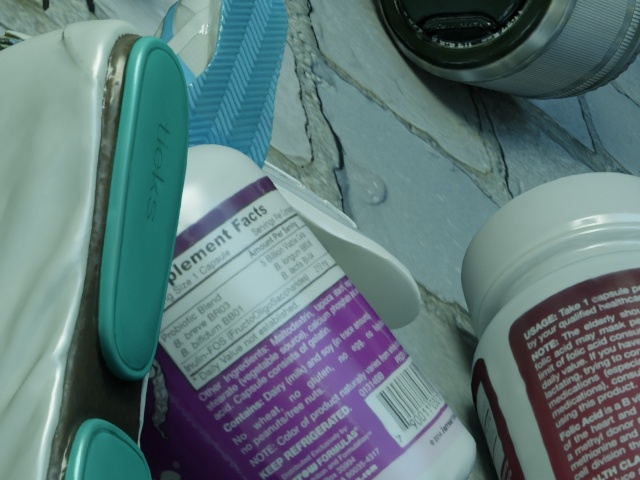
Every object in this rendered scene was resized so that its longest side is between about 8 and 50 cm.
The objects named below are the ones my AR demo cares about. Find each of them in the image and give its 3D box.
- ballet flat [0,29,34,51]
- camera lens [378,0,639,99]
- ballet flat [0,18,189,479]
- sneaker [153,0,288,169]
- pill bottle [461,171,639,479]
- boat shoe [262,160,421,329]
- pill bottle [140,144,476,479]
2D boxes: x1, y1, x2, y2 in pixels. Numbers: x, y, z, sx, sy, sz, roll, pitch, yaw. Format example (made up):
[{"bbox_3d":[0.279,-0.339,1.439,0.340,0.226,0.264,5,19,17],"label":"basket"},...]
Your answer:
[{"bbox_3d":[-0.199,-0.108,1.160,0.070,0.070,0.188,57,21,12],"label":"ballet flat"},{"bbox_3d":[0.203,-0.260,1.879,0.274,0.219,0.219,5,51,-59],"label":"camera lens"},{"bbox_3d":[-0.141,0.083,0.874,0.139,0.139,0.400,25,59,-45],"label":"ballet flat"},{"bbox_3d":[-0.090,-0.092,1.304,0.087,0.092,0.229,41,45,-27],"label":"sneaker"},{"bbox_3d":[0.241,0.150,1.364,0.224,0.224,0.392,31,32,-38],"label":"pill bottle"},{"bbox_3d":[0.000,0.000,1.361,0.184,0.066,0.063,30,32,-21],"label":"boat shoe"},{"bbox_3d":[-0.064,0.055,1.032,0.301,0.169,0.169,51,24,2],"label":"pill bottle"}]
